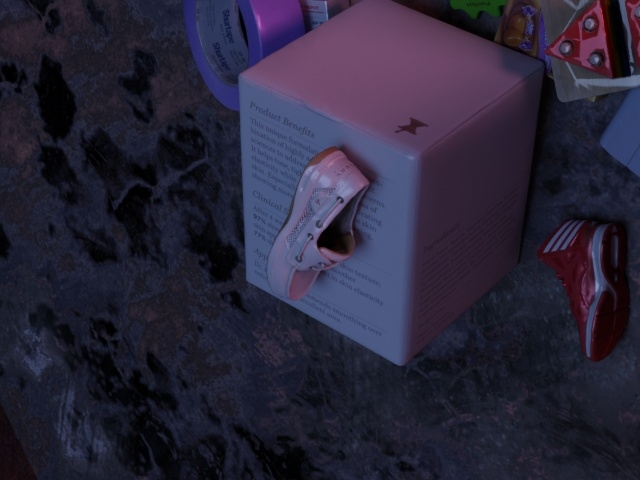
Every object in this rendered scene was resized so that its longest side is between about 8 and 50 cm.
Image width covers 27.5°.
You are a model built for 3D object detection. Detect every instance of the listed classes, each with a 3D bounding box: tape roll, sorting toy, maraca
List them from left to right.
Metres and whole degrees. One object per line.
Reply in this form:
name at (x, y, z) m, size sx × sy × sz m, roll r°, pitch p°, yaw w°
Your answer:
tape roll at (-0.132, -0.364, 2.229) m, size 0.275 × 0.090 × 0.275 m, roll 37°, pitch 137°, yaw 46°
maraca at (0.212, -0.404, 1.942) m, size 0.127 × 0.099 × 0.186 m, roll 7°, pitch 140°, yaw 43°
sorting toy at (0.400, -0.331, 1.751) m, size 0.255 × 0.089 × 0.257 m, roll -9°, pitch 94°, yaw 38°

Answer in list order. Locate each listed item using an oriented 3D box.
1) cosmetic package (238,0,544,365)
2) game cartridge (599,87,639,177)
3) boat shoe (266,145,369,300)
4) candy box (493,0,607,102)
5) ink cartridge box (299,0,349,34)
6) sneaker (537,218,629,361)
cosmetic package at (0.102, -0.097, 1.992) m, size 0.329 × 0.327 × 0.394 m, roll 29°, pitch 136°, yaw 30°
game cartridge at (0.543, -0.126, 1.800) m, size 0.297 × 0.062 × 0.198 m, roll 41°, pitch 137°, yaw 21°
boat shoe at (0.000, 0.000, 1.827) m, size 0.096 × 0.098 × 0.277 m, roll 39°, pitch 138°, yaw 20°
candy box at (0.350, -0.294, 1.896) m, size 0.186 × 0.053 × 0.109 m, roll 34°, pitch 130°, yaw 25°
ink cartridge box at (-0.005, -0.358, 2.189) m, size 0.104 × 0.060 × 0.180 m, roll 13°, pitch 119°, yaw 40°
sneaker at (0.402, 0.069, 2.023) m, size 0.128 × 0.087 × 0.221 m, roll 18°, pitch 110°, yaw 46°
